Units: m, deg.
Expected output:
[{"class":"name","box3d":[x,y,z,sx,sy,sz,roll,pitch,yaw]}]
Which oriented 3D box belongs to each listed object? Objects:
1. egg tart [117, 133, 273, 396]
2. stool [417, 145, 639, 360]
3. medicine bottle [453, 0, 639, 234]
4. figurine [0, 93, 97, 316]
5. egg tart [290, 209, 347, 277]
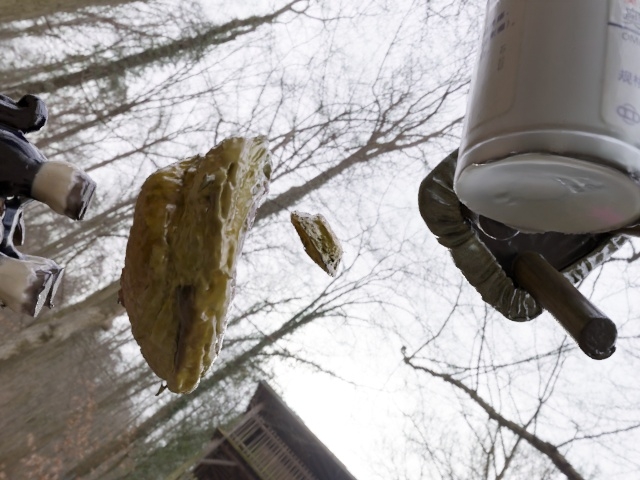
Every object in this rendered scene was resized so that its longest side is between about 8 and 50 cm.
[{"class":"egg tart","box3d":[-0.179,0.033,0.694,0.153,0.339,0.351,17,-11,-13]},{"class":"stool","box3d":[0.349,-0.043,0.752,0.310,0.310,0.226,49,-1,-10]},{"class":"medicine bottle","box3d":[0.265,-0.191,0.568,0.190,0.332,0.190,13,-17,4]},{"class":"figurine","box3d":[-0.398,-0.066,0.427,0.412,0.306,0.241,52,1,-19]},{"class":"egg tart","box3d":[0.000,0.000,0.831,0.130,0.052,0.130,57,4,-6]}]
